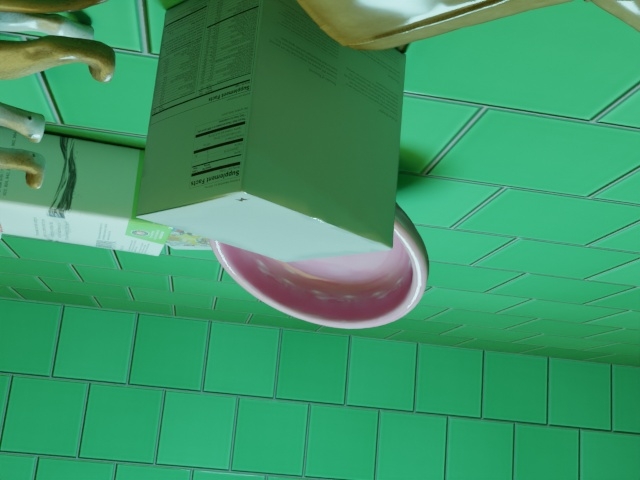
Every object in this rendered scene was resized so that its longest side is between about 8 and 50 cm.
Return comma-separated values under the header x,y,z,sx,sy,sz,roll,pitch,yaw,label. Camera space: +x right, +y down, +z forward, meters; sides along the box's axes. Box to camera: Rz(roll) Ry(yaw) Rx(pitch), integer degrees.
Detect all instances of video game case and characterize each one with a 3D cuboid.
x,y,z,sx,sy,sz,roll,pitch,yaw,label
-0.227,-0.018,1.503,0.206,0.026,0.227,1,165,14,video game case

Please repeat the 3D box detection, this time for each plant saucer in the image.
x,y,z,sx,sy,sz,roll,pitch,yaw,label
0.000,0.000,1.169,0.332,0.084,0.332,13,141,11,plant saucer

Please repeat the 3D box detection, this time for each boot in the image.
x,y,z,sx,sy,sz,roll,pitch,yaw,label
0.147,-0.187,0.599,0.269,0.089,0.236,-5,153,36,boot

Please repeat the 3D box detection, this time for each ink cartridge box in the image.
x,y,z,sx,sy,sz,roll,pitch,yaw,label
-0.357,-0.067,1.173,0.273,0.115,0.198,9,165,-16,ink cartridge box

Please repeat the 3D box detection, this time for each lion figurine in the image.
x,y,z,sx,sy,sz,roll,pitch,yaw,label
-0.359,-0.152,0.756,0.240,0.142,0.392,12,142,-32,lion figurine

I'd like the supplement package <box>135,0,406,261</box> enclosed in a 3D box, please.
x,y,z,sx,sy,sz,roll,pitch,yaw,label
-0.040,-0.102,0.740,0.149,0.203,0.194,-8,160,42,supplement package
